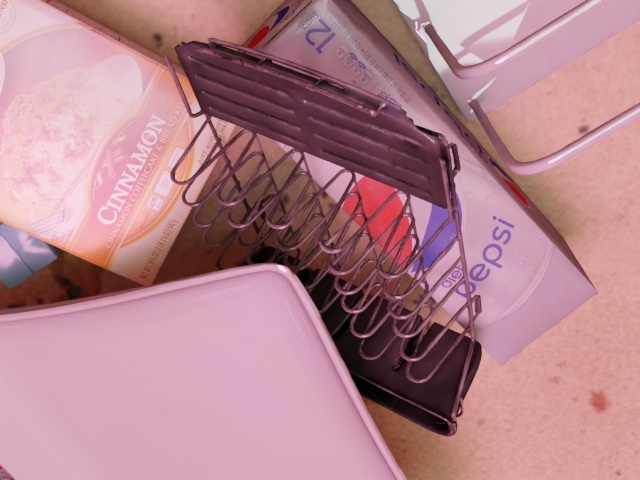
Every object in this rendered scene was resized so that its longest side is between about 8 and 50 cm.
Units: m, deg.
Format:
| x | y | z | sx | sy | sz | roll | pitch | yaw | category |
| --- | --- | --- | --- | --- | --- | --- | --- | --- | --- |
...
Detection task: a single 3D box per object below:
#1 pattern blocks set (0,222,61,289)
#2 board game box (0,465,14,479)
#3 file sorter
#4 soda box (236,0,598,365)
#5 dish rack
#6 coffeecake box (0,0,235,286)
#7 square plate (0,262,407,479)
| x | y | z | sx | sy | sz | roll | pitch | yaw | category |
| --- | --- | --- | --- | --- | --- | --- | --- | --- | --- |
| -0.351 | -0.073 | 0.653 | 0.285 | 0.026 | 0.325 | -24 | 107 | 3 | pattern blocks set |
| -0.348 | 0.225 | 0.664 | 0.027 | 0.281 | 0.145 | -5 | 115 | 37 | board game box |
| 0.112 | -0.210 | 0.531 | 0.193 | 0.173 | 0.278 | -31 | 111 | 12 | file sorter |
| 0.065 | -0.048 | 0.645 | 0.091 | 0.098 | 0.286 | -40 | 110 | 16 | soda box |
| 0.000 | 0.000 | 0.572 | 0.208 | 0.074 | 0.271 | 23 | 153 | 26 | dish rack |
| -0.169 | -0.075 | 0.623 | 0.185 | 0.068 | 0.142 | 26 | 100 | -17 | coffeecake box |
| -0.098 | 0.154 | 0.690 | 0.347 | 0.049 | 0.344 | -10 | 126 | 26 | square plate |
